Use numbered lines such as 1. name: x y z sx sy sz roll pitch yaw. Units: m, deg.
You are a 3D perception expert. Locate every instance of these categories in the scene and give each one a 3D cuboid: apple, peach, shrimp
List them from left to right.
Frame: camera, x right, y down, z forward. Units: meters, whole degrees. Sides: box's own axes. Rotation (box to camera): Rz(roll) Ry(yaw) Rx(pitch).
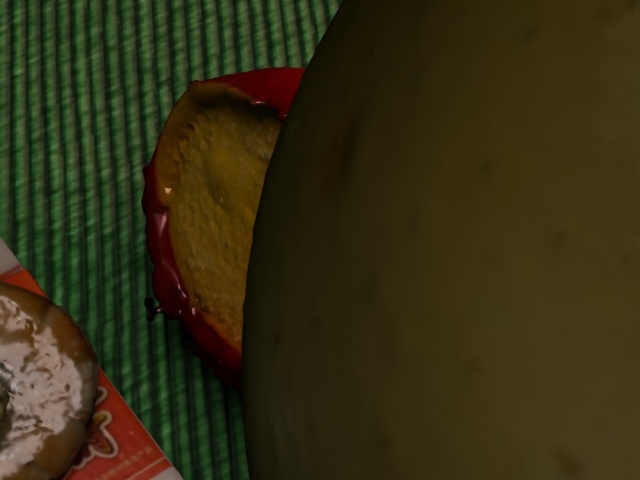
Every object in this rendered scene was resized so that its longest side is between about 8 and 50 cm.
1. shrimp: -0.225 0.086 0.774 0.217 0.051 0.150 3 65 -6
2. peach: 0.000 0.000 0.798 0.226 0.190 0.196 22 65 6
3. apple: 0.202 0.019 0.545 0.473 0.473 0.474 1 57 -2

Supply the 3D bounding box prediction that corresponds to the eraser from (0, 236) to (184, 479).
1. eraser: -0.195 0.102 0.813 0.157 0.038 0.230 -32 64 -20
